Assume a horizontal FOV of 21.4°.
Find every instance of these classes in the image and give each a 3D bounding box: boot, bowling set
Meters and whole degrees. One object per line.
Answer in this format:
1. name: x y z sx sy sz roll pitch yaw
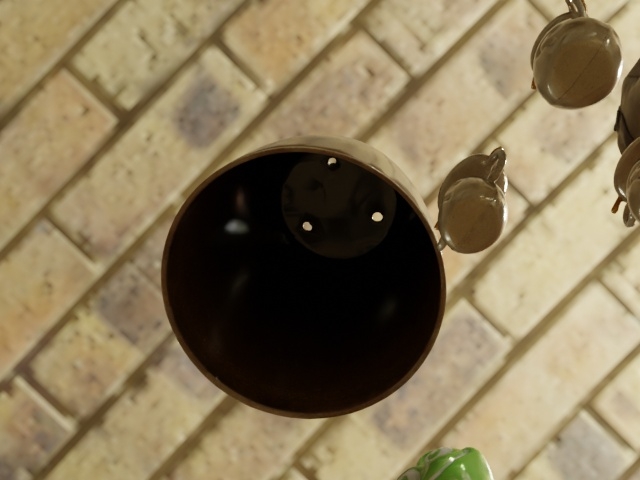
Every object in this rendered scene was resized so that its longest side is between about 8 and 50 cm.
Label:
1. boot: 0.245 -0.095 1.252 0.118 0.042 0.087 -79 -176 -59
2. bowling set: 0.206 -0.076 1.009 0.287 0.200 0.154 -56 -176 12

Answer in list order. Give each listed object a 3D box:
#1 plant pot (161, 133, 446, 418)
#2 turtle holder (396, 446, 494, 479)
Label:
1. plant pot: 0.000 0.000 1.372 0.215 0.215 0.230 -43 -172 17
2. turtle holder: 0.065 0.341 1.281 0.243 0.320 0.227 -25 -152 -23
